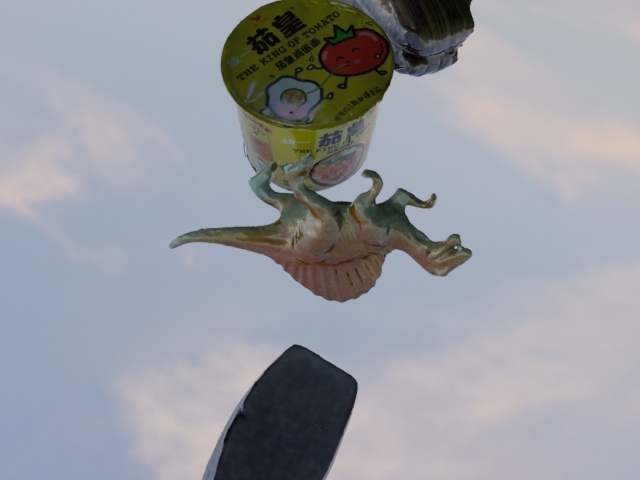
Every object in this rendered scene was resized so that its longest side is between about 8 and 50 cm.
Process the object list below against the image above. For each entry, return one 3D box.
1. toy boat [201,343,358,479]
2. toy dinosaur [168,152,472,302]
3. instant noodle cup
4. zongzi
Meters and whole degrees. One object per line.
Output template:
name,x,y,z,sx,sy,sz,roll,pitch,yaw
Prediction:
toy boat,-0.055,0.245,1.784,0.127,0.078,0.283,31,-118,-4
toy dinosaur,0.001,-0.001,1.310,0.142,0.212,0.057,54,-150,-16
instant noodle cup,-0.014,-0.146,1.754,0.182,0.144,0.182,0,-125,0
zongzi,0.095,-0.390,1.958,0.154,0.317,0.289,-16,-133,-32
